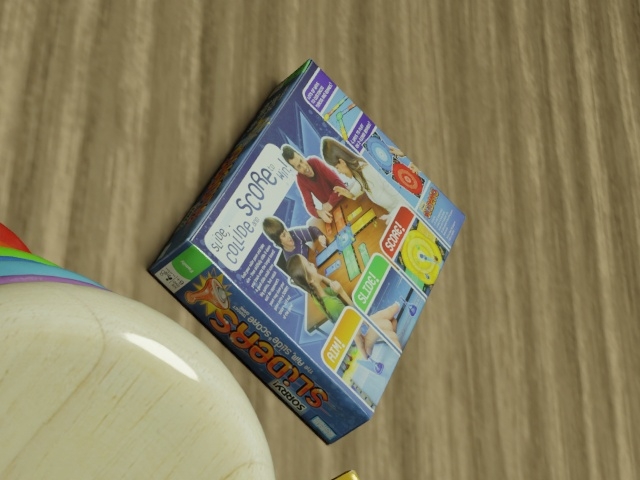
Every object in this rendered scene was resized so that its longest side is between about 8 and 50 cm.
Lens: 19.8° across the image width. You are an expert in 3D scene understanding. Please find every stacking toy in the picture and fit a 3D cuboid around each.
[{"bbox_3d":[-0.125,0.057,0.651,0.141,0.141,0.330,38,-3,-20],"label":"stacking toy"}]

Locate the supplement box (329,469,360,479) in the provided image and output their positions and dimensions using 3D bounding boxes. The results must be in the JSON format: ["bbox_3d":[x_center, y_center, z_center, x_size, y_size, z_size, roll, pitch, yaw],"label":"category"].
[{"bbox_3d":[-0.023,0.215,0.649,0.191,0.129,0.194,-30,83,-9],"label":"supplement box"}]

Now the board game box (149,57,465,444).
[{"bbox_3d":[0.000,0.000,1.012,0.136,0.035,0.201,45,36,-11],"label":"board game box"}]
